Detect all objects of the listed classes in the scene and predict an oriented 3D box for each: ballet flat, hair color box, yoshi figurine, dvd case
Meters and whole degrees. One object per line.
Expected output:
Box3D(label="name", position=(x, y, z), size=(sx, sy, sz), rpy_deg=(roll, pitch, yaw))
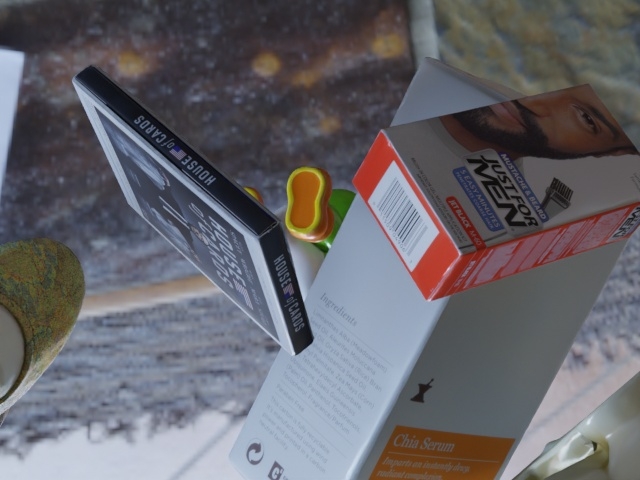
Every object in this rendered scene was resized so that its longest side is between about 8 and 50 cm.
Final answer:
Box3D(label="ballet flat", position=(-0.328, 0.127, 1.035), size=(0.348, 0.123, 0.123), rpy_deg=(-35, 138, -6))
Box3D(label="hair color box", position=(0.115, -0.033, 0.792), size=(0.167, 0.093, 0.053), rpy_deg=(-15, 152, -33))
Box3D(label="yoshi figurine", position=(-0.011, -0.024, 1.951), size=(0.203, 0.203, 0.362), rpy_deg=(-54, 155, -2))
Box3D(label="dvd case", position=(-0.103, -0.024, 1.092), size=(0.029, 0.238, 0.179), rpy_deg=(-39, 148, -17))

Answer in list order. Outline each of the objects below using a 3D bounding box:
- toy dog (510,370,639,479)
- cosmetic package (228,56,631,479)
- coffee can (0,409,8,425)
Box3D(label="toy dog", position=(0.324, 0.331, 1.091), size=(0.395, 0.408, 0.284), rpy_deg=(-28, 161, -52))
Box3D(label="cosmetic package", position=(0.122, 0.076, 1.300), size=(0.230, 0.161, 0.453), rpy_deg=(13, 107, -45))
Box3D(label="coffee can", position=(-0.442, 0.084, 1.242), size=(0.275, 0.201, 0.201), rpy_deg=(16, 141, 13))
